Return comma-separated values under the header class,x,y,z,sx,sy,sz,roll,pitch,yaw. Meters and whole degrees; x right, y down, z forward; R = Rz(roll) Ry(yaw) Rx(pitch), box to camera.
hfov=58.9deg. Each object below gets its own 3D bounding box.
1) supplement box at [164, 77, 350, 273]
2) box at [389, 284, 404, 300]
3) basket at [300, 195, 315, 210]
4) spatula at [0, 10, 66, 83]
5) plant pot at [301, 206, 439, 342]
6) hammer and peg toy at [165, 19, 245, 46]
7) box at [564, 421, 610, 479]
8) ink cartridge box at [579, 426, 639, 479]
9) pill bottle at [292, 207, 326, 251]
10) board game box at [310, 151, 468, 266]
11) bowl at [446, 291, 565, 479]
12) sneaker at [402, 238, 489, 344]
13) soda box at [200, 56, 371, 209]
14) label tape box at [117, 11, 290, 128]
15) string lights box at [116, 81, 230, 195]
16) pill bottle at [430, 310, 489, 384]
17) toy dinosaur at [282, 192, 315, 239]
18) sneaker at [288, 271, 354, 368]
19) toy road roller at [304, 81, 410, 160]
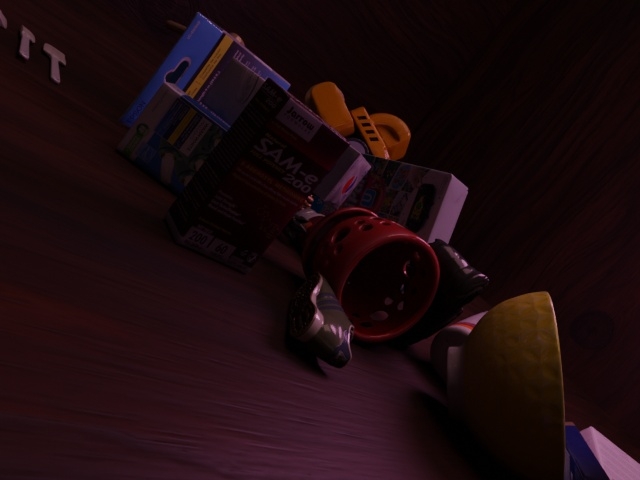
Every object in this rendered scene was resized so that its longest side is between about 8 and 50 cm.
class,x,y,z,sx,sy,sz,roll,pitch,yaw
supplement box,-0.087,-0.081,0.774,0.130,0.239,0.073,29,14,-42
box,0.139,0.014,1.367,0.233,0.159,0.044,37,12,-10
basket,-0.033,-0.226,1.624,0.213,0.223,0.299,33,11,-32
spatula,-0.540,-0.359,1.025,0.168,0.019,0.242,38,10,-37
plant pot,0.074,0.047,0.944,0.191,0.191,0.174,33,6,-31
hammer and peg toy,-0.251,-0.413,1.450,0.266,0.127,0.361,42,-28,18
box,0.369,0.364,0.792,0.036,0.137,0.225,-4,5,12
ink cartridge box,0.678,0.557,1.282,0.181,0.056,0.225,39,29,-4
pill bottle,0.000,0.000,1.156,0.086,0.086,0.152,28,14,-45
board game box,0.127,-0.055,1.209,0.303,0.224,0.097,20,-2,38
bowl,0.279,0.225,0.881,0.156,0.290,0.289,-3,-1,17
sneaker,0.201,0.094,1.041,0.130,0.109,0.286,55,-29,20
soda box,-0.058,-0.178,0.944,0.286,0.098,0.091,40,6,16
label tape box,-0.244,-0.308,1.163,0.115,0.249,0.347,44,11,24
string lights box,-0.179,-0.124,0.930,0.259,0.133,0.077,37,8,-10
pill bottle,0.320,0.205,1.110,0.221,0.121,0.121,-8,44,-48
toy dinosaur,-0.083,-0.146,1.117,0.322,0.164,0.218,29,-22,48
sneaker,0.006,0.113,0.782,0.086,0.064,0.192,44,10,-10
toy road roller,0.111,-0.309,1.652,0.202,0.240,0.330,96,-30,-70
